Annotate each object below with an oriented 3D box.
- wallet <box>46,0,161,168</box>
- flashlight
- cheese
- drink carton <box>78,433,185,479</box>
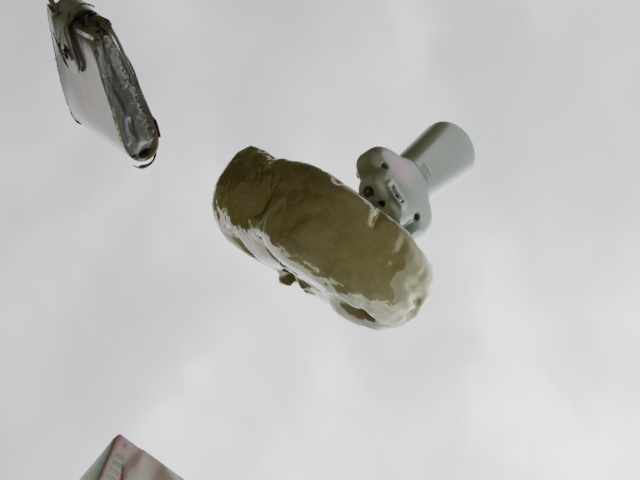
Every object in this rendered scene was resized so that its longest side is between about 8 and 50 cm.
[{"bbox_3d":[-0.238,-0.183,1.534,0.069,0.170,0.231,-23,-154,-18],"label":"wallet"},{"bbox_3d":[0.092,-0.063,1.339,0.047,0.093,0.200,-31,-176,33],"label":"flashlight"},{"bbox_3d":[-0.001,0.002,1.258,0.093,0.159,0.263,-55,-156,-6],"label":"cheese"},{"bbox_3d":[-0.242,0.336,1.358,0.271,0.108,0.161,-49,-170,18],"label":"drink carton"}]
